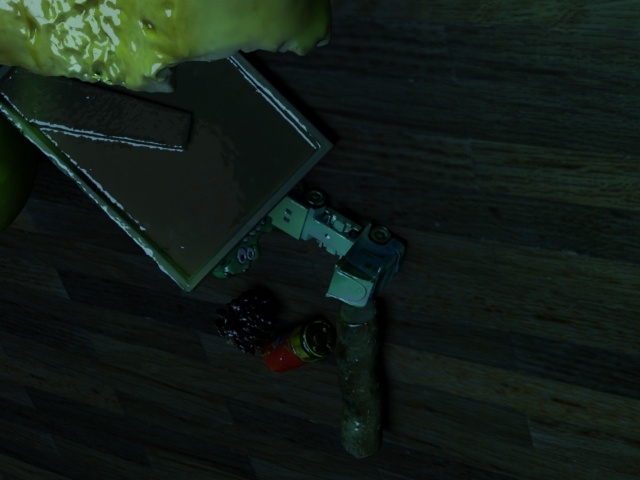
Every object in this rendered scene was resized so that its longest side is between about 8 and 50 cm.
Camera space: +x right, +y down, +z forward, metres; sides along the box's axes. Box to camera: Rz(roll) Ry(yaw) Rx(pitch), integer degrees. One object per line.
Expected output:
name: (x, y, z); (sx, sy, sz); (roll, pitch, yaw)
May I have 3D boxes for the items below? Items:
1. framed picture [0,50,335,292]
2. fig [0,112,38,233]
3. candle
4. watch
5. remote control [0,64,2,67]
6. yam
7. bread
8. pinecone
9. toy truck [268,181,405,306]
framed picture: (-0.174, -0.129, 1.260); (0.315, 0.024, 0.232); (45, 100, -4)
fig: (-0.498, -0.080, 1.465); (0.258, 0.326, 0.258); (31, 162, 12)
candle: (-0.035, 0.136, 1.502); (0.052, 0.052, 0.130); (49, 144, -11)
watch: (-0.154, -0.037, 1.381); (0.152, 0.131, 0.165); (6, 132, 51)
remote control: (-0.382, -0.196, 1.274); (0.087, 0.047, 0.244); (0, 177, -6)
yam: (0.047, 0.167, 1.454); (0.061, 0.061, 0.253); (21, 137, 25)
bread: (-0.161, -0.350, 0.978); (0.361, 0.250, 0.394); (9, 131, 19)
pinecone: (-0.090, 0.100, 1.501); (0.077, 0.077, 0.083); (45, 111, -5)
toy truck: (0.000, 0.000, 1.311); (0.175, 0.081, 0.067); (32, 140, 12)
